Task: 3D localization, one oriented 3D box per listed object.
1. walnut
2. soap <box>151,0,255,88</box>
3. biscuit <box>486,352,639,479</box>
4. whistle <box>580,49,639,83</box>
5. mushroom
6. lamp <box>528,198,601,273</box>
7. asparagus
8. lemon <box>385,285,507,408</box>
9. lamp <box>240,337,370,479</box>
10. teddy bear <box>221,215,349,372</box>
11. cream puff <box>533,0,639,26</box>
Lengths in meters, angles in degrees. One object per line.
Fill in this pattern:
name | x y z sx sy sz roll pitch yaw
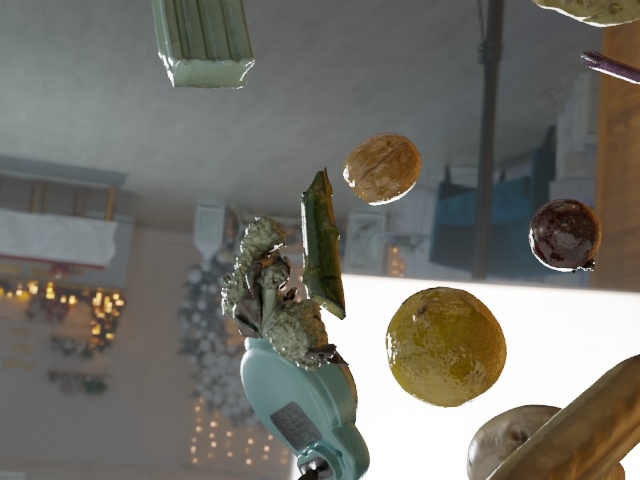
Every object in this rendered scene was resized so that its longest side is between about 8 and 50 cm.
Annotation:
walnut | 0.155 -0.176 2.151 0.197 0.165 0.165 -28 -177 -20
soap | -0.159 -0.298 1.158 0.114 0.199 0.063 -2 156 -21
biscuit | 0.210 0.241 0.800 0.062 0.237 0.290 30 -140 32
whistle | 0.560 -0.326 1.674 0.176 0.033 0.033 9 170 -33
mushroom | 0.408 0.464 1.661 0.292 0.293 0.290 1 -152 23
lamp | 0.519 -0.013 1.905 0.156 0.157 0.135 6 -173 -11
asparagus | 0.000 0.001 1.777 0.085 0.343 0.082 -15 153 14
lemon | 0.279 0.240 1.984 0.293 0.293 0.293 5 172 1
lamp | -0.020 0.258 1.390 0.147 0.284 0.209 -11 162 -30
teddy bear | -0.062 0.080 1.081 0.111 0.213 0.133 -23 151 -12
cream puff | 0.456 -0.532 1.453 0.324 0.257 0.291 -10 131 5
